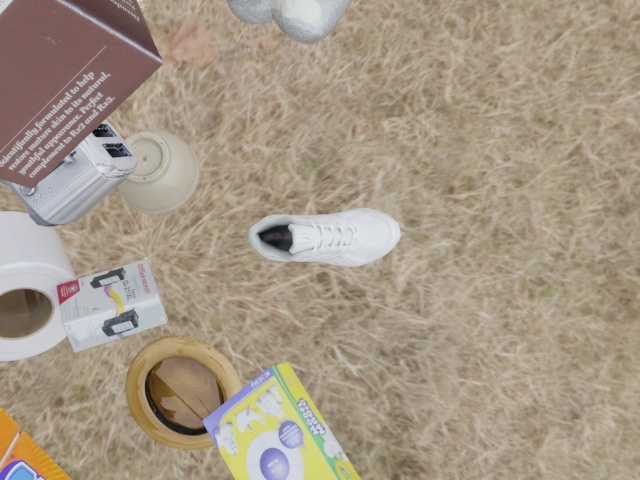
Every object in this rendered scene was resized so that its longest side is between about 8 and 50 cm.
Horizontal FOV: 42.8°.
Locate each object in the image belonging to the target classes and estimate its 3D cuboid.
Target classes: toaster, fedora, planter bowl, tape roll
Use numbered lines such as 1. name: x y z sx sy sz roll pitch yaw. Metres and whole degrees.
1. toaster: -0.385 -0.113 1.287 0.146 0.227 0.129 -37 92 7
2. fedora: -0.208 0.233 1.290 0.194 0.079 0.194 1 102 3
3. planter bowl: -0.316 -0.140 1.524 0.162 0.109 0.162 -1 77 4
4. tape roll: -0.599 0.089 1.577 0.246 0.169 0.246 -19 135 -20

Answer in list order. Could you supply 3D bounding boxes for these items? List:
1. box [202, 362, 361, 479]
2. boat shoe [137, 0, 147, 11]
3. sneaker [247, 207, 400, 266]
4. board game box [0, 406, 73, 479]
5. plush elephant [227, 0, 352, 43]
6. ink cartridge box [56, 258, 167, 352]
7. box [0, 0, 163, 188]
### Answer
1. box: -0.030 0.223 0.797 0.105 0.043 0.179 -42 73 21
2. boat shoe: -0.484 -0.488 1.656 0.285 0.104 0.089 1 125 26
3. sneaker: 0.000 0.000 1.208 0.232 0.115 0.090 -5 91 13
4. board game box: -0.589 0.421 1.060 0.357 0.356 0.356 -22 117 22
5. plush elephant: -0.028 -0.390 0.794 0.255 0.272 0.330 40 100 -26
6. ink cartridge box: -0.384 0.116 1.505 0.175 0.127 0.072 -18 127 -12
7. box: -0.260 -0.185 0.631 0.168 0.167 0.203 -37 58 19
